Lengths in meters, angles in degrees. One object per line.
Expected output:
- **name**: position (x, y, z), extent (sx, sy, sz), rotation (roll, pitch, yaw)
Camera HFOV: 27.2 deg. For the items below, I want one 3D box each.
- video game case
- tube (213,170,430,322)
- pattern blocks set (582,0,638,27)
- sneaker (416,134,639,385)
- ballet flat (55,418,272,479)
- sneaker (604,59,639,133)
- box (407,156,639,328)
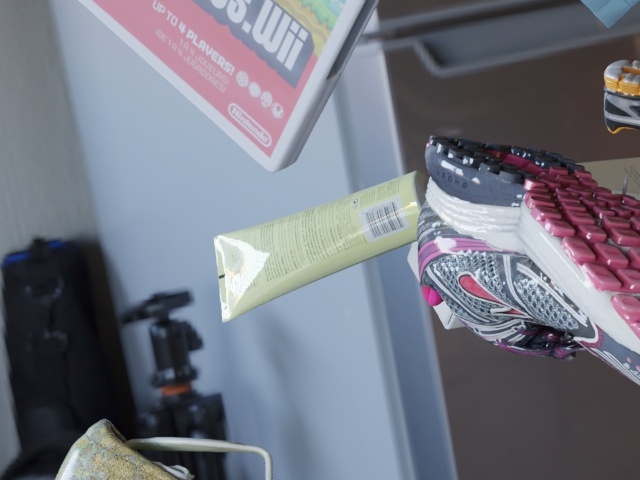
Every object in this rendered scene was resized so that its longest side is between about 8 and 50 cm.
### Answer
- **video game case**: position (-0.040, -0.202, 0.731), extent (0.204, 0.285, 0.025), rotation (42, 41, 15)
- **tube**: position (0.000, 0.000, 1.258), extent (0.240, 0.062, 0.070), rotation (-21, 22, 25)
- **pattern blocks set**: position (0.162, -0.277, 0.854), extent (0.324, 0.285, 0.026), rotation (20, 30, -36)
- **sneaker**: position (0.143, 0.024, 0.750), extent (0.120, 0.112, 0.299), rotation (5, 14, -17)
- **ballet flat**: position (-0.031, 0.217, 0.977), extent (0.348, 0.123, 0.123), rotation (17, 16, 6)
- **sneaker**: position (0.436, -0.150, 1.553), extent (0.214, 0.083, 0.084), rotation (16, 34, 15)
- **box**: position (0.276, -0.001, 1.564), extent (0.311, 0.148, 0.121), rotation (-5, 45, -25)
